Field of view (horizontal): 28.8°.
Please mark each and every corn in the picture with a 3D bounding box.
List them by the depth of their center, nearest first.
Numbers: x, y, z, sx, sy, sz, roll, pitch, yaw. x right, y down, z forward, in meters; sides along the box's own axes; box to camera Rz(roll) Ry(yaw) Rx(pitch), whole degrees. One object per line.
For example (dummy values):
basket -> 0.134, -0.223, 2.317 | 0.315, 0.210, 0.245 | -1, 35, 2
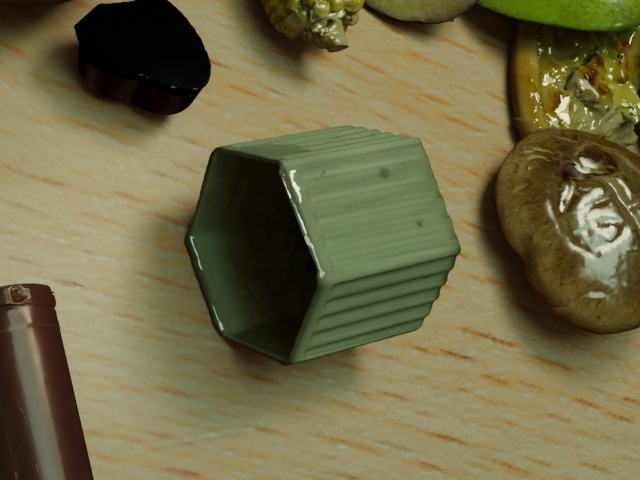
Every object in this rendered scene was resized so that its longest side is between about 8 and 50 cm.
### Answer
corn -> -0.039, -0.377, 1.468 | 0.130, 0.130, 0.347 | -11, 75, -34

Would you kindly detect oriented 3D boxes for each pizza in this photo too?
pizza -> 0.363, -0.240, 1.686 | 0.223, 0.089, 0.323 | 26, 59, -17

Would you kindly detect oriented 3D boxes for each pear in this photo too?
pear -> 0.342, -0.375, 1.624 | 0.288, 0.139, 0.239 | -26, 60, -29

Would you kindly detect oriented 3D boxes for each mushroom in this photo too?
mushroom -> 0.334, -0.019, 1.535 | 0.278, 0.146, 0.278 | 12, 60, -21

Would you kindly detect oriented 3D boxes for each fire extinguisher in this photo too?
fire extinguisher -> -0.257, 0.179, 1.126 | 0.105, 0.105, 0.269 | -8, 74, -34

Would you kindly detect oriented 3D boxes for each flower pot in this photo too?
flower pot -> 0.000, 0.000, 1.283 | 0.190, 0.239, 0.209 | -13, 107, -36

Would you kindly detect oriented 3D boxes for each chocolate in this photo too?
chocolate -> -0.197, -0.195, 1.328 | 0.149, 0.080, 0.125 | 15, 51, -18

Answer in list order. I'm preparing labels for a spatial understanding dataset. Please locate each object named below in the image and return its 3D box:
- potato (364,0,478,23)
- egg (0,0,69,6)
potato -> 0.124, -0.427, 1.560 | 0.239, 0.116, 0.299 | 3, 109, -4
egg -> -0.271, -0.373, 1.249 | 0.250, 0.250, 0.322 | 47, 46, -6
